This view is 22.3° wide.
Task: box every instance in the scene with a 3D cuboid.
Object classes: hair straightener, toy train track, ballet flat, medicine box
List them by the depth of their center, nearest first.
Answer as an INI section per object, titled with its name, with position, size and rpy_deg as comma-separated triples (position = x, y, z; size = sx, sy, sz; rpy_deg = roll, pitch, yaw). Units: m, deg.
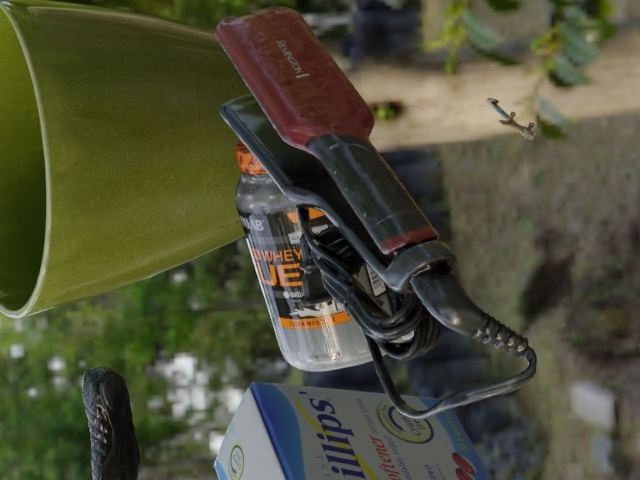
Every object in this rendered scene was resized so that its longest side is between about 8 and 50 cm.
[hair straightener]
position = 0.018, -0.005, 0.642
size = 0.230, 0.047, 0.089
rpy_deg = 50, 149, 45
[toy train track]
position = 0.201, -0.131, 1.700
size = 0.014, 0.048, 0.083
rpy_deg = -63, 38, 19
[ballet flat]
position = -0.241, 0.228, 1.857
size = 0.049, 0.057, 0.173
rpy_deg = 9, 104, 51
[medicine box]
position = 0.053, 0.317, 1.937
size = 0.149, 0.289, 0.263
rpy_deg = -66, 31, 29

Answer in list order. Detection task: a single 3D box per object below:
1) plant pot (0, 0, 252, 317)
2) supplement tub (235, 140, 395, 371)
[plant pot]
position = -0.147, -0.085, 1.438
size = 0.275, 0.293, 0.275
rpy_deg = 22, 115, 59
[supplement tub]
position = 0.000, 0.000, 1.316
size = 0.117, 0.117, 0.190
rpy_deg = -91, -15, -72
